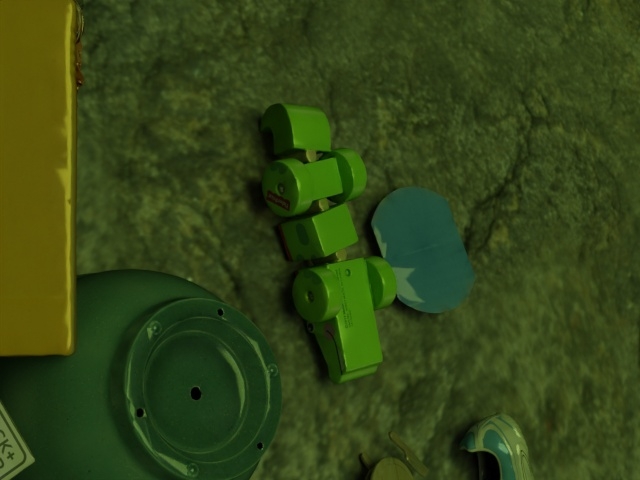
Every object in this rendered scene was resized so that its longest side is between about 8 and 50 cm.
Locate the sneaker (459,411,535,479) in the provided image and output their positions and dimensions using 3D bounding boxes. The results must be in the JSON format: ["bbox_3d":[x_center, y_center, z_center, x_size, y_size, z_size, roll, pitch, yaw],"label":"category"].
[{"bbox_3d":[0.247,0.334,1.554,0.086,0.085,0.237,-28,100,-14],"label":"sneaker"}]

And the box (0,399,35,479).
[{"bbox_3d":[-0.399,0.230,1.003,0.290,0.169,0.087,-36,100,-40],"label":"box"}]

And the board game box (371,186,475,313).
[{"bbox_3d":[0.124,0.016,1.571,0.133,0.033,0.168,-16,82,-35],"label":"board game box"}]

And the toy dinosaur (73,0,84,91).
[{"bbox_3d":[-0.307,-0.231,1.232,0.218,0.164,0.322,-11,62,-56],"label":"toy dinosaur"}]

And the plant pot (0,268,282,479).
[{"bbox_3d":[-0.160,0.157,1.196,0.293,0.196,0.293,12,70,-36],"label":"plant pot"}]

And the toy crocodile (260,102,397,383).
[{"bbox_3d":[0.000,0.000,1.441,0.115,0.105,0.340,-17,92,-41],"label":"toy crocodile"}]

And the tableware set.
[{"bbox_3d":[0.109,0.338,1.462,0.194,0.039,0.128,49,41,-24],"label":"tableware set"}]

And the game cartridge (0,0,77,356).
[{"bbox_3d":[-0.359,-0.057,1.080,0.285,0.053,0.323,1,86,-8],"label":"game cartridge"}]
